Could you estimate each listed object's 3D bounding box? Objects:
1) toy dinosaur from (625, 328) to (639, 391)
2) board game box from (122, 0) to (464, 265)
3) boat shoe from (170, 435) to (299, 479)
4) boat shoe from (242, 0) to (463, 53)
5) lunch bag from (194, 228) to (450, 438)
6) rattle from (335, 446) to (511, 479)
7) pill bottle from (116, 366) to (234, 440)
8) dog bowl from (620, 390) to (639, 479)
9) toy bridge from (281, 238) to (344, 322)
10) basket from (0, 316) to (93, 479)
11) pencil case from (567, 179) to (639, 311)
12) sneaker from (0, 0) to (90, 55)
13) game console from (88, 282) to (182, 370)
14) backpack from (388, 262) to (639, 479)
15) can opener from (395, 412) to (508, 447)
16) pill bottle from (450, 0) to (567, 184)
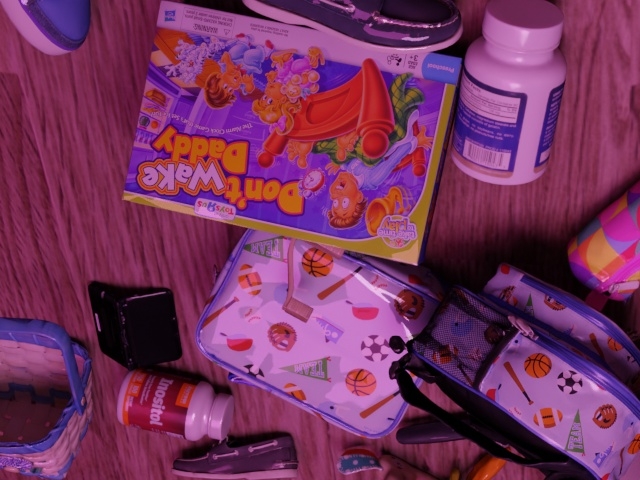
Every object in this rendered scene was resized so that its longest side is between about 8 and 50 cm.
[{"bbox_3d":[0.381,0.159,1.618,0.183,0.092,0.053,-31,111,32],"label":"toy dinosaur"},{"bbox_3d":[-0.029,-0.123,1.501,0.347,0.078,0.233,12,94,9],"label":"board game box"},{"bbox_3d":[-0.124,0.315,1.923,0.206,0.075,0.065,-5,79,27],"label":"boat shoe"},{"bbox_3d":[0.034,-0.274,1.439,0.254,0.095,0.079,19,139,16],"label":"boat shoe"},{"bbox_3d":[-0.001,0.100,1.661,0.303,0.115,0.243,28,111,-1],"label":"lunch bag"},{"bbox_3d":[0.134,0.298,1.812,0.199,0.130,0.143,36,120,25],"label":"rattle"},{"bbox_3d":[-0.202,0.233,1.862,0.152,0.086,0.086,11,126,10],"label":"pill bottle"},{"bbox_3d":[0.468,0.323,1.697,0.349,0.102,0.349,9,126,12],"label":"dog bowl"},{"bbox_3d":[0.000,0.000,1.557,0.063,0.188,0.026,27,166,1],"label":"toy bridge"},{"bbox_3d":[-0.440,0.201,1.844,0.255,0.201,0.289,6,134,15],"label":"basket"},{"bbox_3d":[0.383,-0.023,1.491,0.104,0.104,0.236,36,126,-8],"label":"pencil case"},{"bbox_3d":[-0.246,-0.361,1.441,0.236,0.130,0.323,-1,117,23],"label":"sneaker"},{"bbox_3d":[-0.259,0.113,1.845,0.107,0.071,0.122,26,133,38],"label":"game console"},{"bbox_3d":[0.260,0.171,1.532,0.213,0.263,0.276,-52,141,3],"label":"backpack"},{"bbox_3d":[0.190,0.251,1.776,0.186,0.073,0.059,-18,155,31],"label":"can opener"},{"bbox_3d":[0.208,-0.165,1.441,0.112,0.112,0.187,13,126,9],"label":"pill bottle"}]
